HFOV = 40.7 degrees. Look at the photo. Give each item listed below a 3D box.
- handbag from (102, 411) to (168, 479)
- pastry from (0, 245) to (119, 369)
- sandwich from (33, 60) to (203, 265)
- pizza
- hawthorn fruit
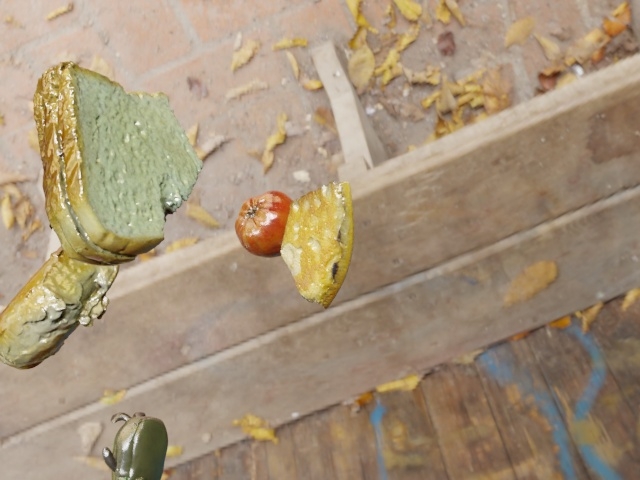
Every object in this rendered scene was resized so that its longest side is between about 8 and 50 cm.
[{"bbox_3d":[-0.196,0.237,0.906,0.047,0.111,0.072,-3,168,32],"label":"handbag"},{"bbox_3d":[-0.418,0.102,1.375,0.121,0.257,0.236,41,130,-13],"label":"pastry"},{"bbox_3d":[-0.105,-0.035,0.459,0.036,0.104,0.093,-23,156,35],"label":"sandwich"},{"bbox_3d":[0.001,0.000,1.012,0.036,0.099,0.160,-6,114,-42],"label":"pizza"},{"bbox_3d":[-0.088,-0.022,1.564,0.125,0.125,0.140,-40,94,20],"label":"hawthorn fruit"}]
